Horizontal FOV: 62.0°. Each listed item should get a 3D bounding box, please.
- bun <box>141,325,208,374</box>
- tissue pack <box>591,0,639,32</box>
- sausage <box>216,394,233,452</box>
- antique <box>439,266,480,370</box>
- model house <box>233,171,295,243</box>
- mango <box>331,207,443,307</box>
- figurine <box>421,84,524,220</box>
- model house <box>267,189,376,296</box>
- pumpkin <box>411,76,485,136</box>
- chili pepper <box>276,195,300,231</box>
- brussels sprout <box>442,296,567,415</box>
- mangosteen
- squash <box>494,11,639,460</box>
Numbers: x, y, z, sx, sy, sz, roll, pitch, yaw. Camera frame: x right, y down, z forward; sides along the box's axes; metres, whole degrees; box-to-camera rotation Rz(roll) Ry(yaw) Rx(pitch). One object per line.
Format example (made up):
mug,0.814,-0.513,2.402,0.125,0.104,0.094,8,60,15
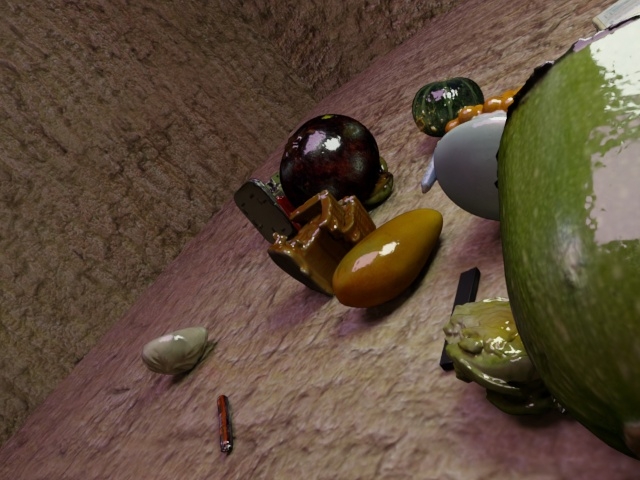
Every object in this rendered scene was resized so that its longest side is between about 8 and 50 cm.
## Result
bun,-0.373,0.297,1.405,0.184,0.102,0.183,-22,-12,-5
tissue pack,0.635,-0.433,1.007,0.196,0.092,0.148,-30,22,30
sausage,-0.183,0.345,1.017,0.028,0.025,0.198,-57,17,2
antique,0.204,0.108,0.770,0.031,0.015,0.192,-29,21,40
model house,-0.109,-0.162,1.765,0.278,0.218,0.205,-45,9,-34
mango,0.130,0.029,0.961,0.253,0.113,0.138,-39,12,-15
figurine,0.350,-0.158,0.867,0.382,0.205,0.225,-31,3,-40
model house,0.010,-0.009,1.184,0.229,0.199,0.220,-51,31,-14
pumpkin,0.323,-0.338,1.352,0.191,0.146,0.190,-15,3,1
chili pepper,-0.064,-0.067,1.499,0.065,0.169,0.088,-29,23,37
brussels sprout,0.217,0.120,0.588,0.139,0.100,0.181,-37,14,-18
mangosteen,0.036,-0.184,1.385,0.288,0.288,0.288,-37,18,14
squash,0.298,0.028,0.420,0.310,0.310,0.308,-26,42,41
